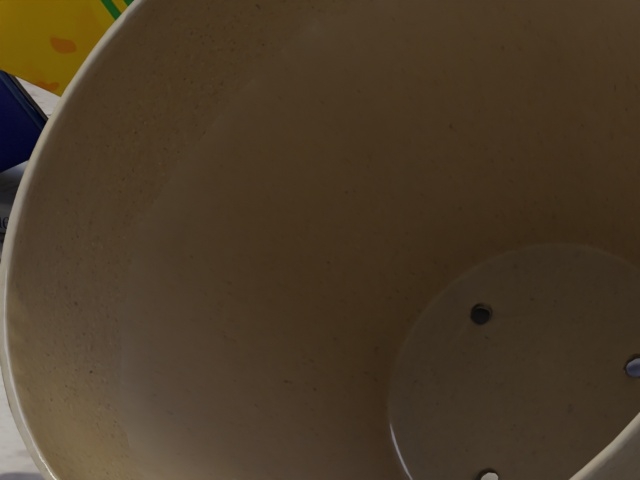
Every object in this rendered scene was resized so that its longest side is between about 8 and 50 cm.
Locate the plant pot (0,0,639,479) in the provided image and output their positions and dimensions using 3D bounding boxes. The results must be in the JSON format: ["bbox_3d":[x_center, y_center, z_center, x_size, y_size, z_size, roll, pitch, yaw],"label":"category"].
[{"bbox_3d":[0.050,0.021,0.616,0.284,0.284,0.191,17,-16,36],"label":"plant pot"}]

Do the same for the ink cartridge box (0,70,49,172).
[{"bbox_3d":[-0.281,-0.153,1.063,0.065,0.165,0.333,-41,51,-7],"label":"ink cartridge box"}]

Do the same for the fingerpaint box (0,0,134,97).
[{"bbox_3d":[0.023,-0.131,1.066,0.371,0.163,0.445,25,13,-1],"label":"fingerpaint box"}]

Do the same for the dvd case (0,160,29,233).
[{"bbox_3d":[-0.207,-0.039,1.115,0.253,0.022,0.180,10,16,15],"label":"dvd case"}]
